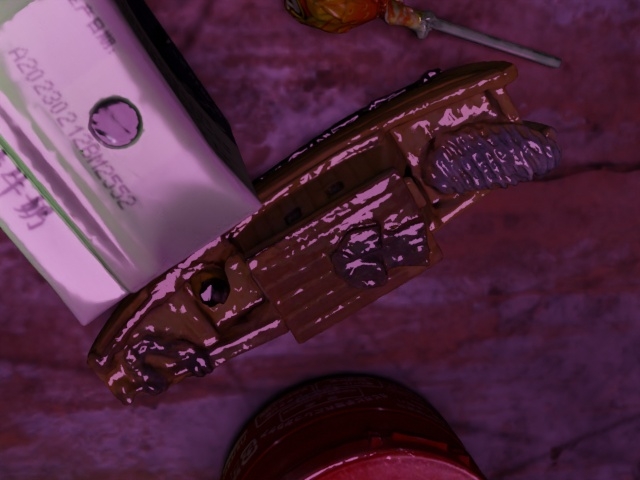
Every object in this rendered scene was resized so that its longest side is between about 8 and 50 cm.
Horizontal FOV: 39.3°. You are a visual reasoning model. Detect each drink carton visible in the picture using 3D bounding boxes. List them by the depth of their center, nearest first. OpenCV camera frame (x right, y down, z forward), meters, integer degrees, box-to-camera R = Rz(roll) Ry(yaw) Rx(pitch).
[{"bbox_3d":[-0.113,-0.067,0.457,0.102,0.222,0.134,-33,109,0],"label":"drink carton"}]

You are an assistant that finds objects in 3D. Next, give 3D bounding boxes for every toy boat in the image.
[{"bbox_3d":[0.000,0.000,0.555,0.321,0.121,0.089,-32,115,0],"label":"toy boat"}]

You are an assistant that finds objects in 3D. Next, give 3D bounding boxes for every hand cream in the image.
[{"bbox_3d":[0.026,0.198,0.613,0.193,0.125,0.193,-3,106,-9],"label":"hand cream"}]

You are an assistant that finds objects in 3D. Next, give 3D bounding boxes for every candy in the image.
[{"bbox_3d":[0.071,-0.139,0.567,0.201,0.060,0.060,13,103,-23],"label":"candy"}]
